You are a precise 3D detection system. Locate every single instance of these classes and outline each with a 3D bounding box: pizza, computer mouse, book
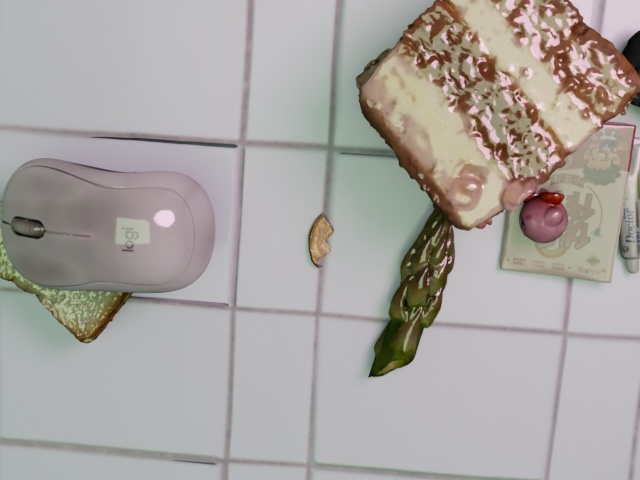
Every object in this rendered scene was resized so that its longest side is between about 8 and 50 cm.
[{"bbox_3d":[0.000,0.000,1.417,0.037,0.016,0.083,7,98,2],"label":"pizza"},{"bbox_3d":[-0.291,-0.012,1.274,0.296,0.121,0.184,7,104,-1],"label":"computer mouse"},{"bbox_3d":[0.355,-0.061,1.375,0.162,0.022,0.232,8,101,10],"label":"book"}]

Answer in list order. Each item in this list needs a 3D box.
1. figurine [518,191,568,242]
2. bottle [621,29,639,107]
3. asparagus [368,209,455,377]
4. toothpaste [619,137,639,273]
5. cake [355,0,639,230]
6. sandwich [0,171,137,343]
[{"bbox_3d":[0.315,-0.032,1.338,0.067,0.083,0.071,7,89,-16],"label":"figurine"},{"bbox_3d":[0.565,-0.186,1.289,0.336,0.144,0.144,23,101,-1],"label":"bottle"},{"bbox_3d":[0.143,0.082,1.397,0.080,0.080,0.287,15,101,0],"label":"asparagus"},{"bbox_3d":[0.447,-0.049,1.380,0.048,0.029,0.197,-4,98,11],"label":"toothpaste"},{"bbox_3d":[0.212,-0.194,1.237,0.290,0.256,0.282,-39,90,7],"label":"cake"},{"bbox_3d":[-0.375,-0.022,1.386,0.288,0.099,0.254,33,101,-4],"label":"sandwich"}]
